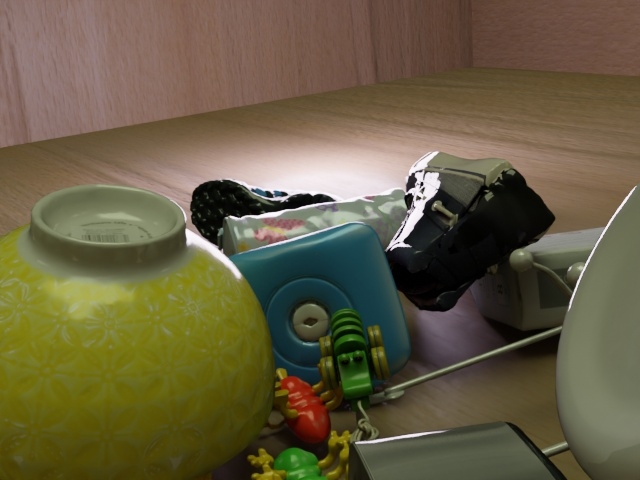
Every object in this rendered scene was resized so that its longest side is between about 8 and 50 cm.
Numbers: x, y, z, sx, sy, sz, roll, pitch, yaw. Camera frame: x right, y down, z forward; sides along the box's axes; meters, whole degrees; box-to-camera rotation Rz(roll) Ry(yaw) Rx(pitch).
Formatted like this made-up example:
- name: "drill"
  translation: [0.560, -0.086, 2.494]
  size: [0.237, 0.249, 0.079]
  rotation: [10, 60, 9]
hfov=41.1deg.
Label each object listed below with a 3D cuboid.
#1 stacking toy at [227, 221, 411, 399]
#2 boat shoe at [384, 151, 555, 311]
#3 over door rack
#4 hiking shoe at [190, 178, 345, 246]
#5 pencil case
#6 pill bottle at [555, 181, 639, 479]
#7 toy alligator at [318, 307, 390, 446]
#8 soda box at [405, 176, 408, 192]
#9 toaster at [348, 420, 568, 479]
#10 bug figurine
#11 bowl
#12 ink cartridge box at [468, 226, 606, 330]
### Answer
- name: "stacking toy"
  translation: [0.010, 0.064, 0.969]
  size: [0.175, 0.165, 0.302]
  rotation: [-16, 4, 9]
- name: "boat shoe"
  translation: [0.126, -0.011, 0.989]
  size: [0.158, 0.127, 0.340]
  rotation: [-41, 6, -5]
- name: "over door rack"
  translation: [0.182, 0.086, 0.659]
  size: [0.324, 0.108, 0.239]
  rotation: [-29, 10, -7]
- name: "hiking shoe"
  translation: [-0.073, -0.032, 1.367]
  size: [0.304, 0.113, 0.132]
  rotation: [10, 4, 32]
- name: "pencil case"
  translation: [0.000, 0.000, 1.175]
  size: [0.273, 0.113, 0.124]
  rotation: [-11, 51, -15]
- name: "pill bottle"
  translation: [0.323, 0.097, 0.422]
  size: [0.363, 0.210, 0.210]
  rotation: [26, 15, -9]
- name: "toy alligator"
  translation: [0.027, 0.102, 0.720]
  size: [0.056, 0.051, 0.189]
  rotation: [-12, 22, 3]
- name: "soda box"
  translation: [0.233, -0.083, 1.483]
  size: [0.169, 0.060, 0.053]
  rotation: [-3, 19, 4]
- name: "toaster"
  translation: [0.083, 0.194, 0.438]
  size: [0.110, 0.185, 0.168]
  rotation: [-3, 18, -10]
- name: "bug figurine"
  translation: [-0.089, 0.181, 0.706]
  size: [0.279, 0.072, 0.216]
  rotation: [-7, 22, -18]
- name: "bowl"
  translation: [-0.171, 0.047, 0.681]
  size: [0.290, 0.156, 0.289]
  rotation: [6, 25, -3]
- name: "ink cartridge box"
  translation: [0.336, 0.037, 1.101]
  size: [0.308, 0.091, 0.385]
  rotation: [-7, 1, -6]
